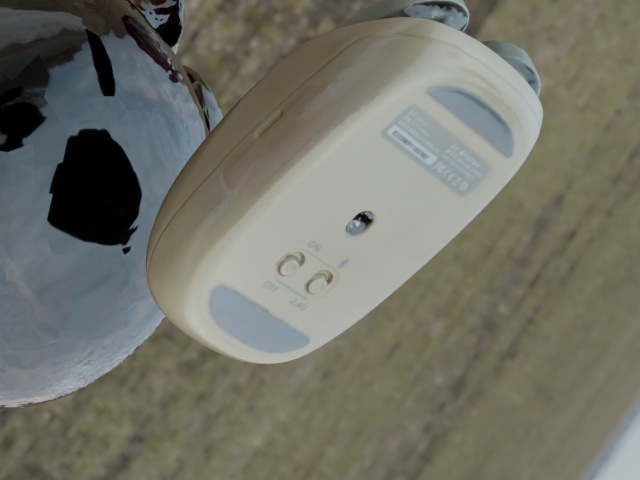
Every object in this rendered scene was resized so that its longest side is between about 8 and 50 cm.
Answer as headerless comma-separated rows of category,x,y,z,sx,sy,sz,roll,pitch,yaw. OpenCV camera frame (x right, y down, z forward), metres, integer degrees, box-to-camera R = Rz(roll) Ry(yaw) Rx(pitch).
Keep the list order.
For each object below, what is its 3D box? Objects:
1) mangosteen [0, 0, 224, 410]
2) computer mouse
mangosteen,-0.198,-0.048,1.271,0.347,0.307,0.307,-27,150,-53
computer mouse,0.010,-0.033,1.044,0.236,0.082,0.145,-45,133,14
